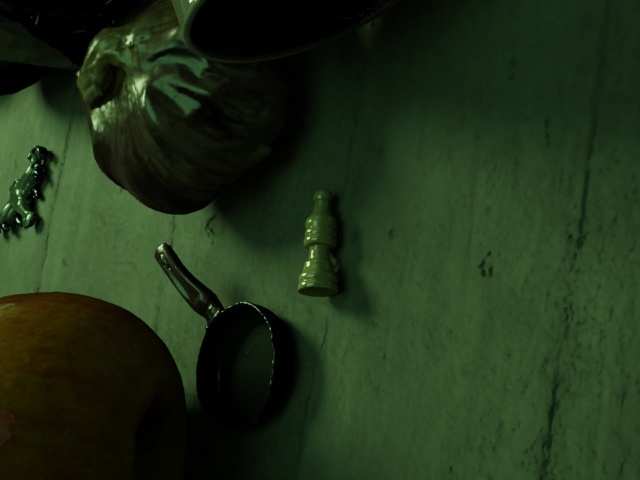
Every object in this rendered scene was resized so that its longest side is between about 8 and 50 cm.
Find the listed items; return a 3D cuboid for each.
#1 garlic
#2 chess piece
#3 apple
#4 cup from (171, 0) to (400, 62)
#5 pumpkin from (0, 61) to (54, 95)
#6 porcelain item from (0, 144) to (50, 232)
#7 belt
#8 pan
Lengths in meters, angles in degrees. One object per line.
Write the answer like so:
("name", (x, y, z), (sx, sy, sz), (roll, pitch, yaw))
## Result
("garlic", (-0.136, -0.153, 1.117), (0.245, 0.160, 0.245), (-23, 55, 38))
("chess piece", (0.000, 0.000, 1.019), (0.035, 0.035, 0.092), (-15, 64, 45))
("apple", (-0.260, 0.187, 1.046), (0.275, 0.299, 0.299), (6, 82, 8))
("cup", (-0.022, -0.321, 0.965), (0.288, 0.208, 0.273), (-30, 74, 25))
("pumpkin", (-0.378, -0.282, 1.418), (0.221, 0.162, 0.220), (-11, 71, 35))
("porcelain item", (-0.357, -0.044, 1.431), (0.136, 0.021, 0.075), (-51, 47, 25))
("belt", (-0.294, -0.285, 1.237), (0.184, 0.289, 0.164), (120, 142, -53))
("pan", (-0.093, 0.080, 1.089), (0.115, 0.040, 0.212), (-54, 53, 23))
